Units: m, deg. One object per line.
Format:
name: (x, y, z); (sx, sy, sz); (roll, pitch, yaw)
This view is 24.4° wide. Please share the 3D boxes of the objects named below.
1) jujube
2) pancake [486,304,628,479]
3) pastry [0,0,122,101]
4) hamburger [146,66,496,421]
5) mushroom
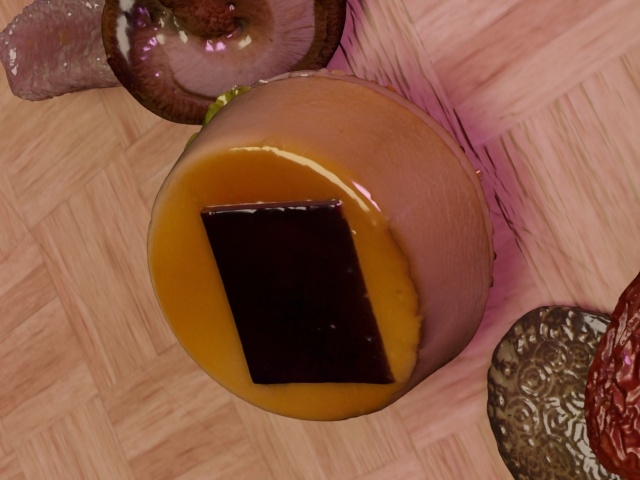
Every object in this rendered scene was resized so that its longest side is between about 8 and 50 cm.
jujube: (0.254, 0.089, 1.049); (0.109, 0.112, 0.176); (-153, 76, -71)
pancake: (0.210, 0.145, 1.169); (0.199, 0.021, 0.199); (12, 108, 41)
pastry: (-0.213, -0.193, 1.430); (0.265, 0.112, 0.103); (2, 101, 53)
hamburger: (0.000, 0.000, 1.210); (0.300, 0.176, 0.300); (14, 121, 24)
mushroom: (-0.082, -0.209, 1.257); (0.231, 0.194, 0.138); (-53, 42, 23)
